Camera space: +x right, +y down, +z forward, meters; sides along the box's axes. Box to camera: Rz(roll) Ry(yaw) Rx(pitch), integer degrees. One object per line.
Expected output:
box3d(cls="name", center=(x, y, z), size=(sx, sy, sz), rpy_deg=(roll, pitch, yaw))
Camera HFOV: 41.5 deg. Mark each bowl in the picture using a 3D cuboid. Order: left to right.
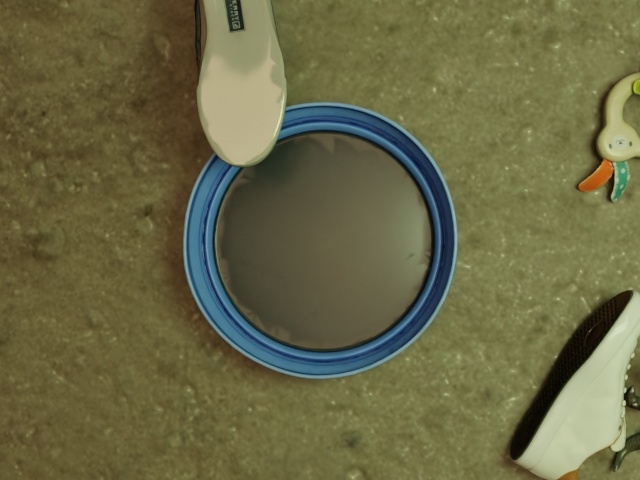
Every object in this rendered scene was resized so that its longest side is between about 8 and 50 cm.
box3d(cls="bowl", center=(0.000, 0.000, 1.217), size=(0.391, 0.077, 0.391), rpy_deg=(0, 88, 5))

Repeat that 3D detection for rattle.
box3d(cls="rattle", center=(0.443, -0.149, 1.151), size=(0.130, 0.143, 0.199), rpy_deg=(43, 86, -13))

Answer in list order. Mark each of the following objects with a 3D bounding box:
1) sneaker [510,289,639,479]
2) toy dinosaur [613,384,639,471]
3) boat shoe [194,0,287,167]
box3d(cls="sneaker", center=(0.387, 0.209, 1.168), size=(0.123, 0.106, 0.290), rpy_deg=(29, 101, -1))
box3d(cls="toy dinosaur", center=(0.519, 0.209, 1.140), size=(0.160, 0.121, 0.313), rpy_deg=(38, 88, 19))
box3d(cls="boat shoe", center=(-0.111, -0.266, 1.194), size=(0.127, 0.158, 0.340), rpy_deg=(-3, 87, -1))
